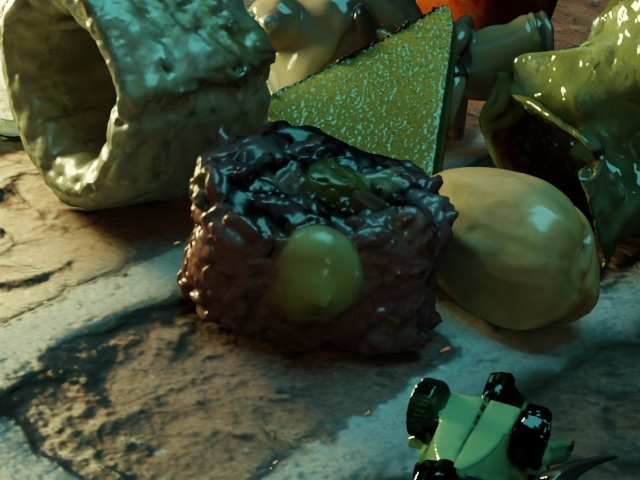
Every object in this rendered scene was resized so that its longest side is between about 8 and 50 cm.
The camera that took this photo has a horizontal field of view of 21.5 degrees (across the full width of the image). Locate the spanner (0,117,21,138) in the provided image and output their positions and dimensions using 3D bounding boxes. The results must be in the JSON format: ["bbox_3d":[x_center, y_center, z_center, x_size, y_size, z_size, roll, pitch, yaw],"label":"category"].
[{"bbox_3d":[-0.273,-0.121,1.958,0.302,0.017,0.071,5,28,-6],"label":"spanner"}]

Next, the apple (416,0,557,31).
[{"bbox_3d":[0.217,-0.338,2.285,0.234,0.234,0.234,7,28,-4],"label":"apple"}]

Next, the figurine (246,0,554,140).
[{"bbox_3d":[0.094,-0.232,2.039,0.381,0.203,0.248,7,-7,8],"label":"figurine"}]

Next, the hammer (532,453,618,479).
[{"bbox_3d":[0.263,0.257,1.245,0.288,0.033,0.111,36,61,-18],"label":"hammer"}]

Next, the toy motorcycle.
[{"bbox_3d":[0.103,0.217,1.277,0.125,0.196,0.331,12,15,14],"label":"toy motorcycle"}]

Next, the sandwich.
[{"bbox_3d":[0.085,-0.122,1.871,0.245,0.063,0.212,-29,59,-3],"label":"sandwich"}]

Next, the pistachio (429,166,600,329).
[{"bbox_3d":[0.187,0.006,1.730,0.157,0.157,0.229,-15,33,-37],"label":"pistachio"}]

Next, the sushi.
[{"bbox_3d":[0.000,0.000,1.647,0.270,0.170,0.236,13,28,-1],"label":"sushi"}]

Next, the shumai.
[{"bbox_3d":[0.357,-0.151,1.891,0.348,0.395,0.395,-18,31,-2],"label":"shumai"}]

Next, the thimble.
[{"bbox_3d":[-0.198,-0.176,1.791,0.195,0.291,0.291,-19,38,-33],"label":"thimble"}]
